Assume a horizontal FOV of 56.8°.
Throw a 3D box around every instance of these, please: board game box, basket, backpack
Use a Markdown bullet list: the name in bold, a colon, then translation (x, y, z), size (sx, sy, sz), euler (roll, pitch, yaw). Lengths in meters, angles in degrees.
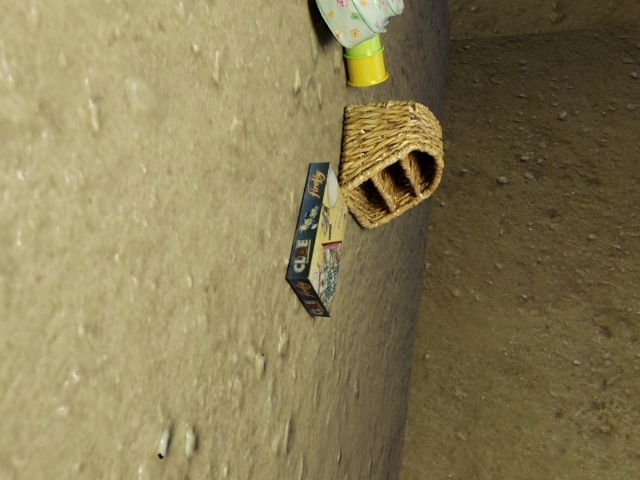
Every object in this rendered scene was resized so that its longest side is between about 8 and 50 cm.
- **board game box**: translation (0.000, 0.000, 1.113), size (0.165, 0.042, 0.243), euler (64, 31, -55)
- **basket**: translation (0.180, -0.163, 1.396), size (0.299, 0.213, 0.223), euler (46, 47, -66)
- **backpack**: translation (0.069, -0.461, 1.121), size (0.166, 0.144, 0.188), euler (60, 36, -21)

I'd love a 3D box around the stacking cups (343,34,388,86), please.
- **stacking cups**: translation (0.081, -0.494, 1.264), size (0.096, 0.096, 0.316), euler (-66, 151, -51)
